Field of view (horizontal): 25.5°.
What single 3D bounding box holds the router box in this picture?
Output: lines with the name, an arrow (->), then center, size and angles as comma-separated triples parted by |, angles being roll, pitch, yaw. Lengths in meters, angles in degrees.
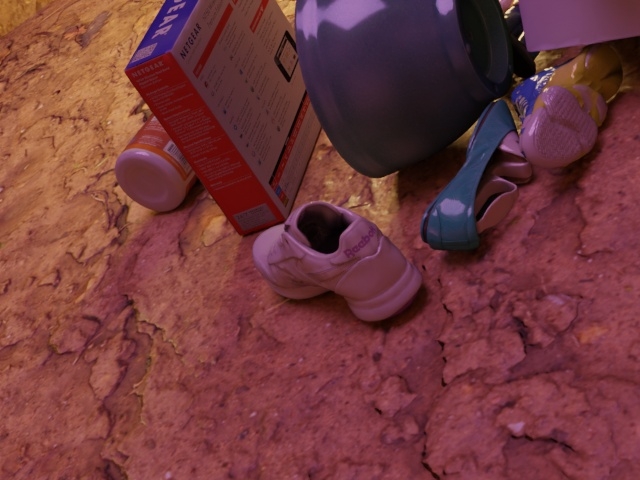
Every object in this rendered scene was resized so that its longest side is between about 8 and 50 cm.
router box -> -0.118, -0.227, 2.034 | 0.082, 0.301, 0.335 | -18, 31, 27

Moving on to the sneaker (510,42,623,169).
sneaker -> 0.277, -0.148, 1.718 | 0.126, 0.091, 0.240 | -21, 17, 45

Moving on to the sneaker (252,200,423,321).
sneaker -> 0.000, 0.000, 1.704 | 0.114, 0.152, 0.305 | -47, 28, -19

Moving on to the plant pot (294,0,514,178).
plant pot -> 0.126, -0.244, 1.812 | 0.196, 0.293, 0.293 | -14, 34, 28

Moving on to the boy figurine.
boy figurine -> 0.321, -0.347, 1.952 | 0.177, 0.092, 0.285 | 9, 58, 53

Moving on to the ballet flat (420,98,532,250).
ballet flat -> 0.205, -0.073, 1.693 | 0.087, 0.083, 0.247 | 13, 49, 24

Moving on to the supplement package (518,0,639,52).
supplement package -> 0.375, -0.333, 1.749 | 0.194, 0.149, 0.203 | -2, 14, 46

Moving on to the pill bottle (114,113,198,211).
pill bottle -> -0.224, -0.156, 2.232 | 0.121, 0.121, 0.216 | -10, 35, 38
